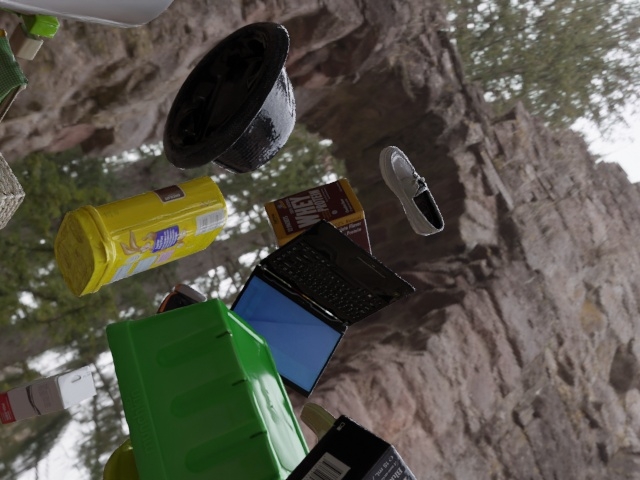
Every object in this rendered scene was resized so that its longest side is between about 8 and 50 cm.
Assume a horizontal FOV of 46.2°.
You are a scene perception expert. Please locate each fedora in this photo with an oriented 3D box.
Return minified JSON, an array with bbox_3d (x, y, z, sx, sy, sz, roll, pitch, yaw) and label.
[{"bbox_3d":[-0.147,-0.249,1.435,0.334,0.334,0.152,-4,-33,42],"label":"fedora"}]

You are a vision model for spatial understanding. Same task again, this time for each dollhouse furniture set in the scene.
[{"bbox_3d":[-0.680,-0.390,1.498,0.301,0.151,0.197,-47,-123,25],"label":"dollhouse furniture set"}]

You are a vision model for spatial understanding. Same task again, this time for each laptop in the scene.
[{"bbox_3d":[-0.009,0.128,1.319,0.234,0.136,0.264,37,-51,-27],"label":"laptop"}]

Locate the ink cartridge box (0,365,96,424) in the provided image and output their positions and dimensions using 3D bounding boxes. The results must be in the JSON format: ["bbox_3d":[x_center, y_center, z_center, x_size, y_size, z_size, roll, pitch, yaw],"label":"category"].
[{"bbox_3d":[-0.479,0.270,1.313,0.135,0.099,0.056,-17,-91,18],"label":"ink cartridge box"}]

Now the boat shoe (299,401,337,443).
[{"bbox_3d":[0.034,0.451,1.592,0.302,0.098,0.109,33,-18,48],"label":"boat shoe"}]

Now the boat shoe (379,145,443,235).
[{"bbox_3d":[0.171,-0.092,1.384,0.063,0.066,0.184,-7,-71,60],"label":"boat shoe"}]

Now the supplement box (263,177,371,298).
[{"bbox_3d":[0.000,0.000,1.637,0.129,0.191,0.194,-114,-172,-49],"label":"supplement box"}]

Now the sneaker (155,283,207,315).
[{"bbox_3d":[-0.261,0.259,1.798,0.321,0.180,0.124,32,-19,5],"label":"sneaker"}]

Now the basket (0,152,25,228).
[{"bbox_3d":[-0.590,-0.098,1.255,0.113,0.103,0.167,-43,-107,30],"label":"basket"}]

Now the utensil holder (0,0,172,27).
[{"bbox_3d":[-0.435,-0.517,1.189,0.328,0.385,0.327,3,-84,30],"label":"utensil holder"}]

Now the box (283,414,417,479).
[{"bbox_3d":[0.035,0.312,0.838,0.093,0.156,0.158,18,-33,52],"label":"box"}]

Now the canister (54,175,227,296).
[{"bbox_3d":[-0.203,-0.008,0.857,0.073,0.170,0.126,62,-36,10],"label":"canister"}]

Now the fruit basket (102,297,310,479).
[{"bbox_3d":[-0.213,0.318,1.081,0.392,0.392,0.283,20,-19,34],"label":"fruit basket"}]
